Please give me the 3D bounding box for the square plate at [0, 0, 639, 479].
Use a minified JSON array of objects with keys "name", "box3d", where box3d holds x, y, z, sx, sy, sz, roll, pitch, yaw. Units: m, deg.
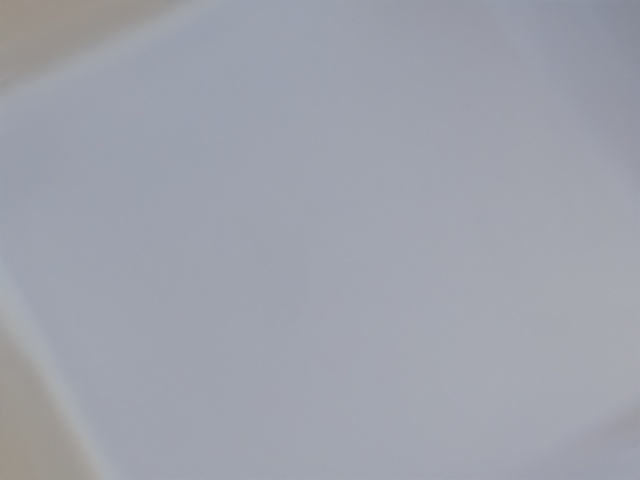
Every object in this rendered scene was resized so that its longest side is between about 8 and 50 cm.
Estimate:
[{"name":"square plate","box3d":[0.000,0.000,0.644,0.347,0.344,0.049,59,179,18]}]
